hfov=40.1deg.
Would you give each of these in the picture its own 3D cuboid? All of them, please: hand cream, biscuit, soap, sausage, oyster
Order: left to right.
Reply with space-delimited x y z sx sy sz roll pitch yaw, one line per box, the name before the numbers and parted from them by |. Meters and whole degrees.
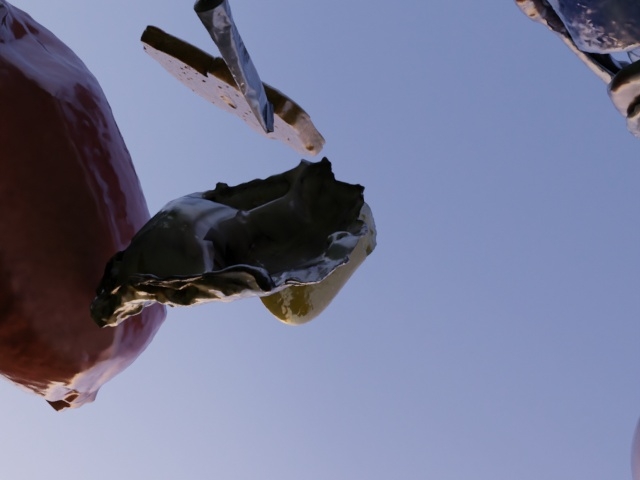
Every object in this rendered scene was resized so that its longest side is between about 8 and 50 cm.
sausage | -0.178 -0.019 0.544 0.148 0.148 0.255 -14 -88 42
oyster | -0.051 0.001 0.463 0.165 0.108 0.053 -4 -44 22
biscuit | -0.095 -0.166 0.955 0.225 0.166 0.036 30 -95 22
hand cream | -0.046 -0.100 0.483 0.019 0.093 0.030 -15 -135 9
soap | 0.000 0.000 0.731 0.033 0.168 0.089 -8 -61 43

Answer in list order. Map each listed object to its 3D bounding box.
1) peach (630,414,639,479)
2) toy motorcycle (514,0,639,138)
peach | 0.309 0.159 0.611 0.184 0.184 0.184 6 -82 41
toy motorcycle | 0.230 -0.174 0.553 0.182 0.319 0.241 -44 -122 21
